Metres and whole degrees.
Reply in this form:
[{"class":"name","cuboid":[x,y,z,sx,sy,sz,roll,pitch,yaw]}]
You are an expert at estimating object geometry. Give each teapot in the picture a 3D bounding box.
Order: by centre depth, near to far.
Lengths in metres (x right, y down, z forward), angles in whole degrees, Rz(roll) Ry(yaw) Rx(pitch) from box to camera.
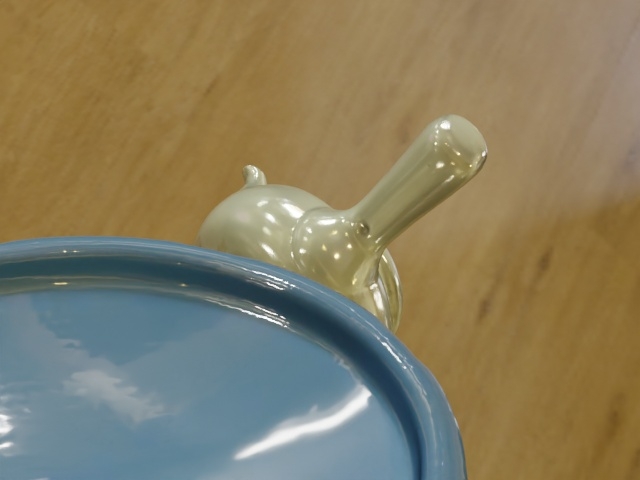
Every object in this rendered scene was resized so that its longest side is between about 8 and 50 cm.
[{"class":"teapot","cuboid":[0.016,0.035,1.117,0.149,0.318,0.220,-24,99,-38]}]

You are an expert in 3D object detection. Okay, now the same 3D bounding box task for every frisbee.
[{"class":"frisbee","cuboid":[-0.092,0.083,0.479,0.289,0.289,0.049,-18,124,-33]}]
